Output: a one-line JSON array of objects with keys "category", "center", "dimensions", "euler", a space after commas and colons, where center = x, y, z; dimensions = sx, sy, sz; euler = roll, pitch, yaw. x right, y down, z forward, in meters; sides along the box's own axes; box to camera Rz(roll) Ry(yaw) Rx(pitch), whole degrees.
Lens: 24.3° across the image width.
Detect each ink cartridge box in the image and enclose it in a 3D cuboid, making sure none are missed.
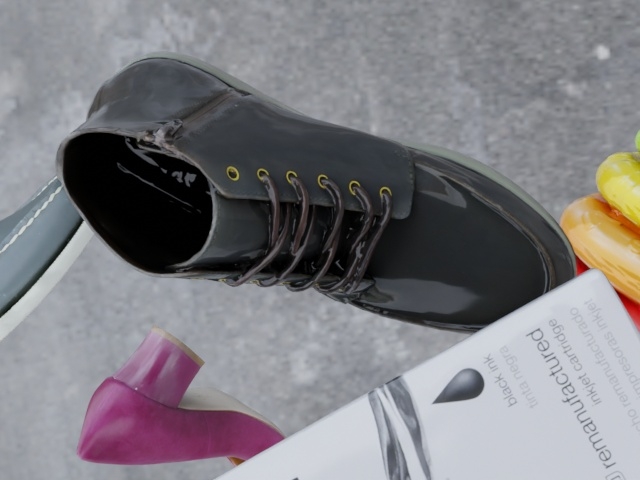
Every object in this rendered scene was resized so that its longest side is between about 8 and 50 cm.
[{"category": "ink cartridge box", "center": [0.052, 0.117, 0.545], "dimensions": [0.140, 0.190, 0.082], "euler": [61, -178, 9]}]

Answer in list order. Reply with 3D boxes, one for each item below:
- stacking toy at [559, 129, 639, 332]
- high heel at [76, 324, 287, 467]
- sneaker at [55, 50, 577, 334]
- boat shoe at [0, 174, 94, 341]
[{"category": "stacking toy", "center": [0.239, -0.035, 0.895], "dimensions": [0.166, 0.175, 0.302], "euler": [42, 112, 40]}, {"category": "high heel", "center": [-0.104, 0.173, 1.218], "dimensions": [0.082, 0.244, 0.117], "euler": [25, 74, 34]}, {"category": "sneaker", "center": [0.000, 0.000, 0.610], "dimensions": [0.222, 0.118, 0.083], "euler": [21, 111, -1]}, {"category": "boat shoe", "center": [-0.266, 0.052, 0.909], "dimensions": [0.099, 0.319, 0.116], "euler": [50, 180, -12]}]
